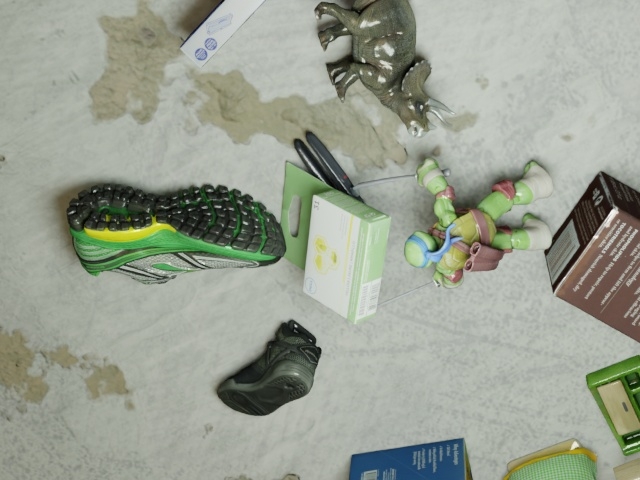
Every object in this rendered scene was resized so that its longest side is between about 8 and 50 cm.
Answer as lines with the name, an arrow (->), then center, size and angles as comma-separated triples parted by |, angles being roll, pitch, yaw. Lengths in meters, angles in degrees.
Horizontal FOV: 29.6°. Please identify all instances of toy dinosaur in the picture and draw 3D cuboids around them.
toy dinosaur -> 0.081, -0.300, 1.783 | 0.160, 0.121, 0.314 | -16, 106, -1

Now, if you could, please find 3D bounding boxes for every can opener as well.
can opener -> 0.023, -0.087, 1.893 | 0.059, 0.073, 0.186 | -25, 99, 23

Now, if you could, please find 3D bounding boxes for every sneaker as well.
sneaker -> -0.225, -0.001, 1.929 | 0.343, 0.134, 0.146 | 5, 134, 2
sneaker -> -0.078, 0.215, 2.021 | 0.087, 0.130, 0.227 | 41, 138, -17

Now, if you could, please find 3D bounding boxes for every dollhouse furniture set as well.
dollhouse furniture set -> 0.419, 0.345, 1.961 | 0.301, 0.197, 0.151 | -24, 110, 13

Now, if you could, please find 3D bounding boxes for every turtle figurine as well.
turtle figurine -> 0.206, -0.032, 1.852 | 0.266, 0.274, 0.198 | -15, 84, -25

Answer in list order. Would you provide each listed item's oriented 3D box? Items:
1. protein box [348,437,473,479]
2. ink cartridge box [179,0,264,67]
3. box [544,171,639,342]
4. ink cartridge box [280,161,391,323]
protein box -> 0.157, 0.452, 2.028 | 0.201, 0.200, 0.136 | -10, 112, 9
ink cartridge box -> -0.115, -0.349, 1.771 | 0.046, 0.097, 0.207 | 42, 110, -12
box -> 0.473, 0.032, 1.840 | 0.203, 0.168, 0.167 | 28, 112, -7
ink cartridge box -> 0.000, 0.000, 1.850 | 0.235, 0.056, 0.171 | 29, 124, 38
